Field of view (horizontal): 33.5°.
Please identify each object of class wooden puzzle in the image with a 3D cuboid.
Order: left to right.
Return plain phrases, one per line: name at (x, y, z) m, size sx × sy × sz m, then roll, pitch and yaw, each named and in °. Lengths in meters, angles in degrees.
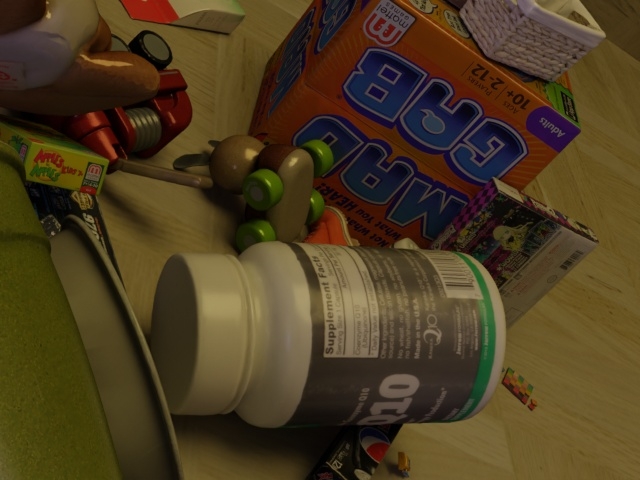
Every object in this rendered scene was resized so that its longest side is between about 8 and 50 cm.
wooden puzzle at (0.303, 0.222, 1.629) m, size 0.083 × 0.006 × 0.049 m, roll 43°, pitch 31°, yaw 1°

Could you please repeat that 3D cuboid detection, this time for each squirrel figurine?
squirrel figurine at (-0.376, -0.340, 1.185) m, size 0.281 × 0.397 × 0.370 m, roll 32°, pitch 51°, yaw -58°

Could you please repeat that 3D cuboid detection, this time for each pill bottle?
pill bottle at (0.007, 0.105, 1.191) m, size 0.361 × 0.204 × 0.204 m, roll 3°, pitch 46°, yaw -25°

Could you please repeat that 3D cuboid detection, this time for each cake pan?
cake pan at (-0.201, 0.123, 0.948) m, size 0.054 × 0.293 × 0.293 m, roll -19°, pitch 62°, yaw -22°

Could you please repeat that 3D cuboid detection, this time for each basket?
basket at (0.292, -0.302, 1.480) m, size 0.167 × 0.103 × 0.113 m, roll 10°, pitch 43°, yaw -40°

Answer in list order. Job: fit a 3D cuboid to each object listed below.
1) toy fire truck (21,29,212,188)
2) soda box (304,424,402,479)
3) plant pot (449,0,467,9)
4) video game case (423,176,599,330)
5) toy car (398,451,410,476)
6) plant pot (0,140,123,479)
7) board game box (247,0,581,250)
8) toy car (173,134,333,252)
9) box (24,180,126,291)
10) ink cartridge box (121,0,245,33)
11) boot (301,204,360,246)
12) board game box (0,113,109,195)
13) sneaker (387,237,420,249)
toy fire truck at (-0.231, -0.144, 1.365) m, size 0.217 × 0.158 × 0.246 m, roll -21°, pitch 79°, yaw -57°
soda box at (0.040, 0.248, 1.244) m, size 0.053 × 0.060 × 0.169 m, roll 42°, pitch 30°, yaw 2°
plant pot at (0.220, -0.438, 1.566) m, size 0.237 × 0.110 × 0.237 m, roll 29°, pitch 32°, yaw -20°
video game case at (0.265, 0.033, 1.605) m, size 0.210 × 0.232 × 0.042 m, roll 23°, pitch 33°, yaw -28°
toy car at (0.138, 0.309, 1.289) m, size 0.040 × 0.060 × 0.122 m, roll 54°, pitch 16°, yaw -57°
plant pot at (-0.292, 0.174, 0.728) m, size 0.366 × 0.366 × 0.353 m, roll -20°, pitch 79°, yaw -56°
board game box at (0.135, -0.231, 1.664) m, size 0.356 × 0.356 × 0.356 m, roll 32°, pitch 32°, yaw -16°
toy car at (-0.105, -0.085, 1.468) m, size 0.188 × 0.149 × 0.155 m, roll 25°, pitch 34°, yaw 23°
box at (-0.309, 0.015, 1.150) m, size 0.175 × 0.051 × 0.220 m, roll 11°, pitch 42°, yaw -41°
ink cartridge box at (-0.255, -0.434, 1.776) m, size 0.225 × 0.056 × 0.181 m, roll -1°, pitch 51°, yaw -52°
boot at (0.000, 0.000, 1.516) m, size 0.085 × 0.059 × 0.158 m, roll -4°, pitch 33°, yaw -18°
board game box at (-0.321, -0.101, 1.201) m, size 0.092 × 0.043 × 0.181 m, roll 12°, pitch 10°, yaw -38°
sneaker at (0.131, 0.103, 1.488) m, size 0.321 × 0.127 × 0.126 m, roll 43°, pitch 24°, yaw -50°
